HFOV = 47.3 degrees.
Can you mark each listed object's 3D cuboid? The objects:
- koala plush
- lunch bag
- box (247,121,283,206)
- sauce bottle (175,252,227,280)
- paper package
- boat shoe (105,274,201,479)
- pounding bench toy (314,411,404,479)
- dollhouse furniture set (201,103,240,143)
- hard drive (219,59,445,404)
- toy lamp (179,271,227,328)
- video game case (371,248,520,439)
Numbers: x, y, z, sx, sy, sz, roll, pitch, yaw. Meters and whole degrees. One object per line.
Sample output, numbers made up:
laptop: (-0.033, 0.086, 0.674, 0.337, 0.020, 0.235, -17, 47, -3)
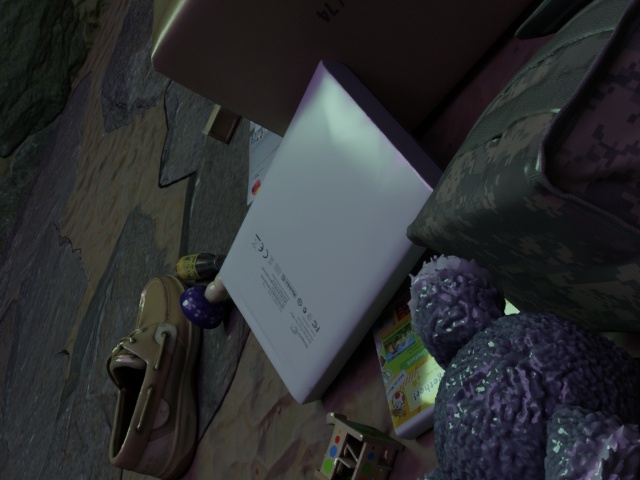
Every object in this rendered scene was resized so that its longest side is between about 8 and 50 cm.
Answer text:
koala plush: (0.120, 0.125, 0.395, 0.203, 0.221, 0.196, -24, 41, -2)
lunch bag: (0.208, -0.095, 0.455, 0.287, 0.169, 0.235, -55, 4, -9)
box: (-0.051, -0.154, 1.060, 0.145, 0.038, 0.186, -37, 41, 39)
sauce bottle: (-0.182, 0.039, 1.131, 0.128, 0.042, 0.042, -13, 60, 54)
paper package: (0.025, -0.272, 0.761, 0.325, 0.309, 0.168, -47, 35, 28)
boat shoe: (-0.251, 0.178, 1.081, 0.121, 0.110, 0.341, -46, 38, 30)
pounding bench toy: (0.027, 0.208, 0.702, 0.083, 0.052, 0.065, 14, 83, 58)
dollhouse furniture set: (-0.206, -0.288, 1.258, 0.101, 0.161, 0.181, 33, 97, 58)
hard drive: (0.000, 0.000, 0.763, 0.203, 0.040, 0.307, 54, 132, 29)
toy lamp: (-0.093, 0.012, 0.981, 0.274, 0.080, 0.080, -45, 38, 29)
video game case: (0.131, 0.041, 0.678, 0.227, 0.026, 0.206, -44, 39, 32)
